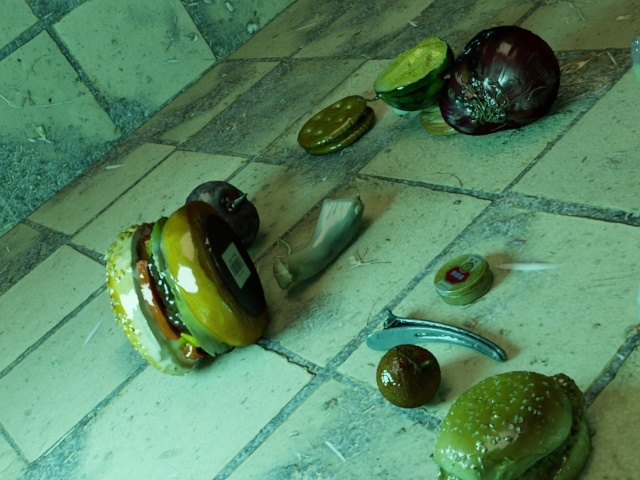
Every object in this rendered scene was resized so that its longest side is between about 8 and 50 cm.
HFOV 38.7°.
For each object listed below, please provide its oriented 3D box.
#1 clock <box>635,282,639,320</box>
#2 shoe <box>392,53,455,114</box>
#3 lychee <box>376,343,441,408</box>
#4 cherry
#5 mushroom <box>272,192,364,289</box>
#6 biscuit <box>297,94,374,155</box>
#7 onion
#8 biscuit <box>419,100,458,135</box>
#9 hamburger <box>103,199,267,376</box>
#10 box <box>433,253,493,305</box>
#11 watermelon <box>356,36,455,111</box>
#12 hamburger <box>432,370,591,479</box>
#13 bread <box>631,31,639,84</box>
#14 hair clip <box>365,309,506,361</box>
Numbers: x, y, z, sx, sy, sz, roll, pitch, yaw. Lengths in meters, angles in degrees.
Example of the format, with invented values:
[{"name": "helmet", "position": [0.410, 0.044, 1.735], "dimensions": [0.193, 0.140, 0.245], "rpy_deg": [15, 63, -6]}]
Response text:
[{"name": "clock", "position": [0.614, 0.021, 1.206], "dimensions": [0.325, 0.184, 0.342], "rpy_deg": [-2, 35, 51]}, {"name": "shoe", "position": [0.261, -0.448, 2.397], "dimensions": [0.095, 0.110, 0.265], "rpy_deg": [0, 44, 47]}, {"name": "lychee", "position": [0.138, 0.215, 1.434], "dimensions": [0.140, 0.114, 0.101], "rpy_deg": [180, 97, -72]}, {"name": "cherry", "position": [-0.243, -0.045, 2.185], "dimensions": [0.195, 0.195, 0.195], "rpy_deg": [-25, 28, 14]}, {"name": "mushroom", "position": [0.002, 0.001, 1.950], "dimensions": [0.278, 0.096, 0.099], "rpy_deg": [-50, 30, -22]}, {"name": "biscuit", "position": [0.040, -0.306, 2.442], "dimensions": [0.220, 0.066, 0.220], "rpy_deg": [-28, 26, 15]}, {"name": "onion", "position": [0.384, -0.336, 1.975], "dimensions": [0.281, 0.221, 0.281], "rpy_deg": [-41, 20, 19]}, {"name": "biscuit", "position": [0.332, -0.322, 2.195], "dimensions": [0.203, 0.041, 0.260], "rpy_deg": [-40, 27, -6]}, {"name": "hamburger", "position": [-0.273, 0.098, 1.843], "dimensions": [0.250, 0.330, 0.330], "rpy_deg": [-28, 28, 11]}, {"name": "box", "position": [0.256, 0.070, 1.630], "dimensions": [0.105, 0.037, 0.105], "rpy_deg": [-24, 28, 14]}, {"name": "watermelon", "position": [0.237, -0.388, 2.233], "dimensions": [0.232, 0.127, 0.204], "rpy_deg": [-49, 30, -17]}, {"name": "hamburger", "position": [0.259, 0.255, 1.234], "dimensions": [0.215, 0.122, 0.189], "rpy_deg": [-42, 27, -23]}, {"name": "bread", "position": [0.759, -0.352, 1.670], "dimensions": [0.187, 0.155, 0.338], "rpy_deg": [-33, 24, -23]}, {"name": "hair clip", "position": [0.199, 0.161, 1.533], "dimensions": [0.275, 0.048, 0.083], "rpy_deg": [1, 38, 46]}]
